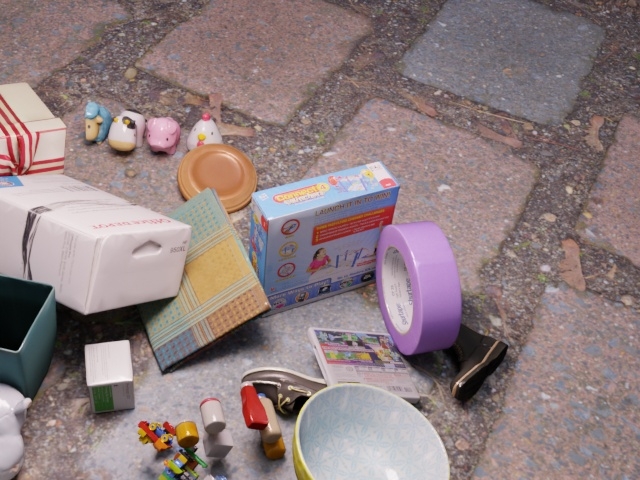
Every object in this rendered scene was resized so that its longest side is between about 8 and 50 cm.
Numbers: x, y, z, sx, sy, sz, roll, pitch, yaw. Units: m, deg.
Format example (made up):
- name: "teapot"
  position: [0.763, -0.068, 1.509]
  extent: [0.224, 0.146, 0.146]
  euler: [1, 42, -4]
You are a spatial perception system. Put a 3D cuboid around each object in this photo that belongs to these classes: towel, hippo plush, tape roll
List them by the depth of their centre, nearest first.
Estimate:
- name: "hippo plush"
  position: [-0.654, 0.334, 1.561]
  extent: [0.236, 0.294, 0.234]
  euler: [-3, -4, -45]
- name: "tape roll"
  position: [0.201, 0.099, 1.847]
  extent: [0.090, 0.275, 0.275]
  euler: [-8, 46, -14]
- name: "towel"
  position: [-0.282, 0.079, 1.905]
  extent: [0.271, 0.040, 0.370]
  euler: [-31, 53, 1]

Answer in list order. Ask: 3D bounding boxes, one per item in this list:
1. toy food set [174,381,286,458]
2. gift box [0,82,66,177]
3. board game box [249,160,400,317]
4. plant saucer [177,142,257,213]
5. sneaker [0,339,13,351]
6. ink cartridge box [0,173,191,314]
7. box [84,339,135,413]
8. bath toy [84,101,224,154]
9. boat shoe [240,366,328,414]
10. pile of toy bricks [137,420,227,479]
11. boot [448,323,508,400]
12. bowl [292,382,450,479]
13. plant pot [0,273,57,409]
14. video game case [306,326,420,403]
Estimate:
- name: "toy food set"
  position: [-0.161, 0.329, 1.633]
  extent: [0.232, 0.111, 0.105]
  euler: [14, 36, -32]
- name: "gift box"
  position: [-0.755, -0.189, 2.036]
  extent: [0.276, 0.255, 0.258]
  euler: [-21, 49, -33]
- name: "board game box"
  position: [0.000, 0.000, 1.902]
  extent: [0.308, 0.302, 0.086]
  euler: [-15, 49, -22]
- name: "plant saucer"
  position: [-0.253, -0.160, 2.175]
  extent: [0.199, 0.037, 0.200]
  euler: [6, 62, -11]
- name: "sneaker"
  position: [-0.609, 0.158, 1.837]
  extent: [0.083, 0.070, 0.185]
  euler: [32, 55, 12]
- name: "ink cartridge box"
  position: [-0.511, -0.004, 1.817]
  extent: [0.394, 0.166, 0.285]
  euler: [20, 15, 27]
- name: "box"
  position: [-0.411, 0.267, 1.720]
  extent: [0.087, 0.101, 0.102]
  euler: [-6, 48, -14]
- name: "bath toy"
  position: [-0.421, -0.283, 2.258]
  extent: [0.348, 0.129, 0.151]
  euler: [8, 44, -1]
- name: "boat shoe"
  position: [-0.049, 0.308, 1.740]
  extent: [0.227, 0.081, 0.069]
  euler: [10, 40, -1]
- name: "pile of toy bricks"
  position: [-0.263, 0.428, 1.595]
  extent: [0.212, 0.118, 0.105]
  euler: [40, 87, 15]
- name: "boot"
  position: [0.291, 0.251, 1.860]
  extent: [0.137, 0.077, 0.198]
  euler: [29, 35, 26]
- name: "bowl"
  position: [0.070, 0.417, 1.578]
  extent: [0.289, 0.156, 0.290]
  euler: [14, 40, -12]
- name: "plant pot"
  position: [-0.598, 0.206, 1.662]
  extent: [0.165, 0.234, 0.166]
  euler: [11, 44, 4]
- name: "video game case"
  position: [0.086, 0.256, 1.802]
  extent: [0.201, 0.023, 0.183]
  euler: [8, 37, -28]
